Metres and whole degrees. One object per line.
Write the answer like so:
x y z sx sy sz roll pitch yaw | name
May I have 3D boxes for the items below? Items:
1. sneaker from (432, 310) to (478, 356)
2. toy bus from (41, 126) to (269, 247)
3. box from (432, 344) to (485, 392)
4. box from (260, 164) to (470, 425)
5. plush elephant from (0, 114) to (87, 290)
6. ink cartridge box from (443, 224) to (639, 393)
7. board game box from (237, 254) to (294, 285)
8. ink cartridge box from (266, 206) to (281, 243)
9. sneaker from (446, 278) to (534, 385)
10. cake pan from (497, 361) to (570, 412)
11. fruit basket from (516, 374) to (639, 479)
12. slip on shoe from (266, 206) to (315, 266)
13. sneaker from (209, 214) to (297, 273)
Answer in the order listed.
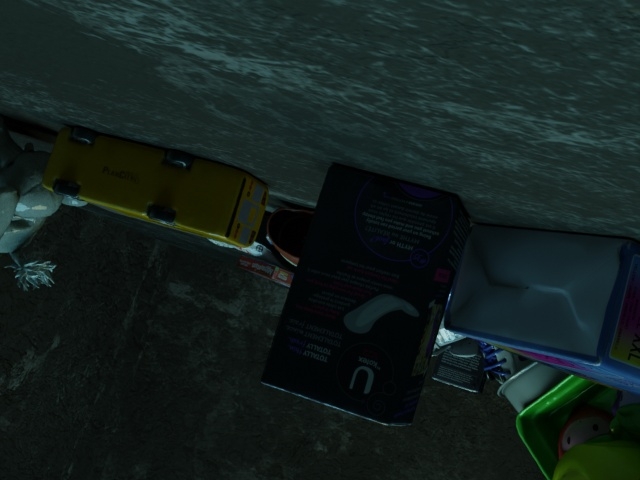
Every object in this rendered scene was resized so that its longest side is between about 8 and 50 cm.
0.190 0.206 2.015 0.210 0.366 0.137 2 128 40 | sneaker
-0.258 -0.084 1.509 0.333 0.108 0.130 15 175 24 | toy bus
0.335 0.229 2.194 0.108 0.207 0.153 16 173 15 | box
0.060 0.069 1.176 0.165 0.270 0.143 16 174 17 | box
-0.543 -0.096 1.706 0.330 0.255 0.272 48 -139 4 | plush elephant
0.395 0.114 1.238 0.396 0.151 0.270 19 174 -32 | ink cartridge box
-0.014 0.097 1.935 0.281 0.027 0.145 24 173 -32 | board game box
0.000 0.000 1.753 0.180 0.060 0.104 18 174 3 | ink cartridge box
0.327 0.173 1.810 0.316 0.182 0.127 19 173 -17 | sneaker
0.456 0.232 1.728 0.293 0.054 0.293 -19 158 -8 | cake pan
0.450 0.327 1.500 0.283 0.392 0.392 60 -170 20 | fruit basket
0.046 0.019 1.567 0.331 0.123 0.101 19 172 35 | slip on shoe
-0.115 -0.007 1.908 0.270 0.090 0.145 23 174 -16 | sneaker
